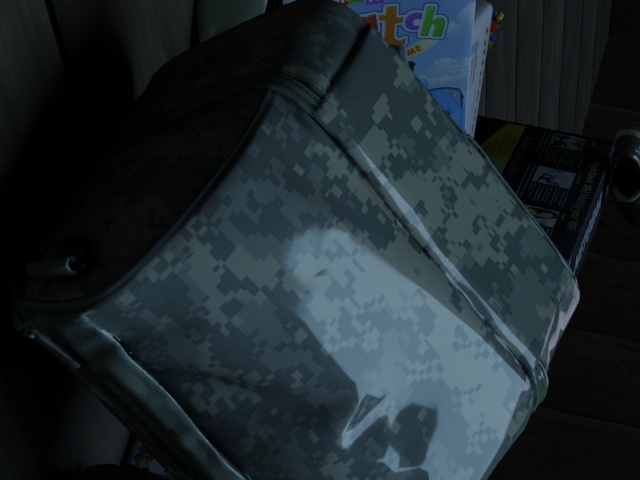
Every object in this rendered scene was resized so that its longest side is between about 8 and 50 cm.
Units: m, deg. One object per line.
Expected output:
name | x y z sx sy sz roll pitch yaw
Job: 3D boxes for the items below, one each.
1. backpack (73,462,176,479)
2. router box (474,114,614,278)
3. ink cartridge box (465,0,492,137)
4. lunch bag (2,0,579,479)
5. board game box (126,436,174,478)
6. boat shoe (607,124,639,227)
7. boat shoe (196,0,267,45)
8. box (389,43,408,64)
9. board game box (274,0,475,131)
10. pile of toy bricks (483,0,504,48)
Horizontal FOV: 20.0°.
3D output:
backpack | -0.092 0.237 1.189 0.144 0.188 0.166 75 30 -64
router box | 0.175 -0.038 1.971 0.309 0.242 0.081 -55 154 -58
ink cartridge box | 0.071 -0.113 1.730 0.283 0.117 0.207 -50 149 -64
lunch bag | -0.021 0.044 1.087 0.305 0.212 0.256 51 43 -24
board game box | -0.110 0.258 1.435 0.305 0.053 0.193 72 33 -66
boat shoe | 0.340 -0.062 2.009 0.152 0.056 0.049 72 36 -47
boat shoe | -0.062 -0.148 1.278 0.043 0.049 0.137 -51 153 -70
box | 0.000 0.000 1.371 0.231 0.126 0.262 -88 -176 -68
board game box | 0.042 -0.136 1.497 0.039 0.160 0.212 -106 -168 -49
pile of toy bricks | 0.118 -0.224 1.924 0.105 0.118 0.212 -50 -175 3
